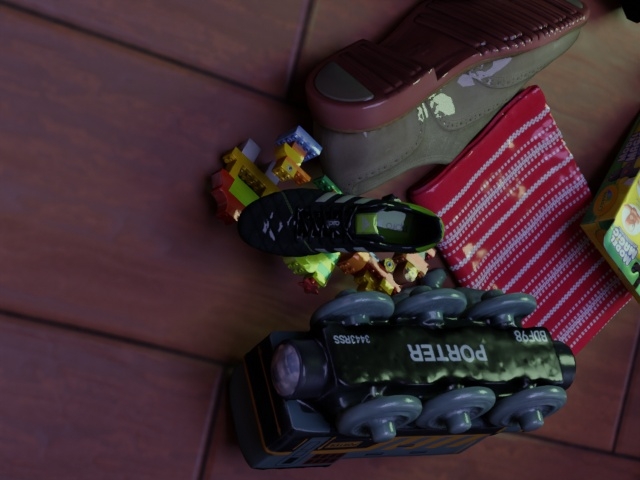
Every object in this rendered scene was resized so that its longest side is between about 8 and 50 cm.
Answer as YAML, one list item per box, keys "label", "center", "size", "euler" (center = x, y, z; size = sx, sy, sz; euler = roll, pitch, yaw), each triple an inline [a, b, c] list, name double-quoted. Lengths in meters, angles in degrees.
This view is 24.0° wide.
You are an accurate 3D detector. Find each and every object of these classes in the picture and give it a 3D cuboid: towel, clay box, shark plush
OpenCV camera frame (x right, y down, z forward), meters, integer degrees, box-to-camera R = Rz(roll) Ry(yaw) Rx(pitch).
- label: "towel"
  center: [0.220, 0.000, 1.560]
  size: [0.199, 0.031, 0.275]
  euler: [-41, 113, -22]
- label: "clay box"
  center: [0.356, -0.033, 1.603]
  size: [0.127, 0.053, 0.222]
  euler: [50, 56, -24]
- label: "shark plush"
  center: [0.093, 0.062, 1.461]
  size: [0.161, 0.067, 0.073]
  euler: [5, 90, -32]

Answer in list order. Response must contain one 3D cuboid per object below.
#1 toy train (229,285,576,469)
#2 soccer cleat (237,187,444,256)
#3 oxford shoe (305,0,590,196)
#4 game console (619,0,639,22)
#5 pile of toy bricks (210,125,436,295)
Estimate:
- label: "toy train"
  center: [0.077, 0.133, 1.390]
  size: [0.333, 0.190, 0.142]
  euler: [2, 62, -36]
- label: "soccer cleat"
  center: [0.019, -0.015, 1.290]
  size: [0.178, 0.072, 0.060]
  euler: [1, 87, -10]
- label: "oxford shoe"
  center: [0.124, -0.152, 1.464]
  size: [0.348, 0.123, 0.130]
  euler: [-26, 132, -29]
- label: "game console"
  center: [0.436, -0.394, 1.617]
  size: [0.361, 0.044, 0.213]
  euler: [-31, 132, -27]
- label: "pile of toy bricks"
  center: [0.000, 0.000, 1.363]
  size: [0.212, 0.118, 0.105]
  euler: [43, 53, -22]
